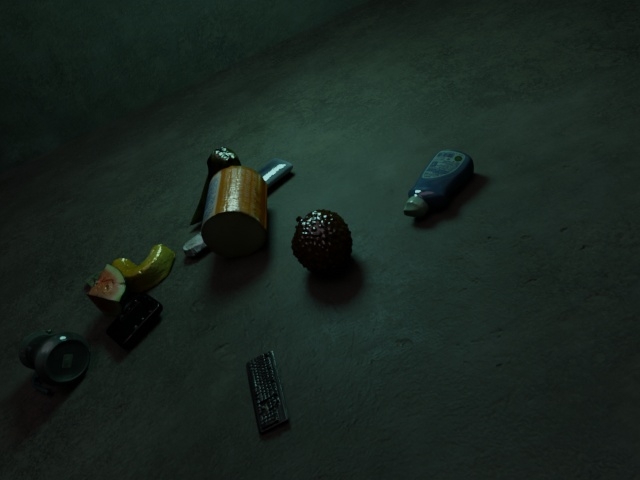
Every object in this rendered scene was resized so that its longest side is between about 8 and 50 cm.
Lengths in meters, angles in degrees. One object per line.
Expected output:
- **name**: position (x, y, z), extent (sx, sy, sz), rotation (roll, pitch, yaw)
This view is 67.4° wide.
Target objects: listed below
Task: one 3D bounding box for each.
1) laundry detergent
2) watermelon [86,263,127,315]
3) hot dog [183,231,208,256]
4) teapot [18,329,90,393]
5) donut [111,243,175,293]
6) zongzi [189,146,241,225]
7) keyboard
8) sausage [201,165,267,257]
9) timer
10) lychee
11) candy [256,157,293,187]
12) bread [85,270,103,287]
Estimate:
- **laundry detergent**: position (0.382, -0.178, 1.589), extent (0.143, 0.094, 0.290), rotation (24, 63, 37)
- **watermelon**: position (-0.751, 0.176, 1.739), extent (0.193, 0.137, 0.145), rotation (-28, 34, 44)
- **hot dog**: position (-0.447, -0.005, 1.869), extent (0.192, 0.053, 0.099), rotation (-42, 42, -23)
- **teapot**: position (-0.891, 0.396, 1.590), extent (0.225, 0.171, 0.203), rotation (1, 76, 38)
- **donut**: position (-0.681, 0.120, 1.829), extent (0.259, 0.101, 0.152), rotation (-20, 45, 1)
- **zongzi**: position (-0.434, -0.202, 1.914), extent (0.300, 0.286, 0.138), rotation (-37, 65, -13)
- **keyboard**: position (-0.143, 0.396, 1.276), extent (0.094, 0.025, 0.230), rotation (-28, 39, 1)
- **sausage**: position (-0.311, -0.107, 1.765), extent (0.233, 0.233, 0.287), rotation (-18, 40, 9)
- **timer**: position (-0.637, 0.277, 1.657), extent (0.144, 0.055, 0.187), rotation (18, 60, 43)
- **lychee**: position (0.000, 0.000, 1.514), extent (0.200, 0.200, 0.238), rotation (-38, 55, -15)
- **candy**: position (-0.214, -0.282, 2.036), extent (0.174, 0.071, 0.138), rotation (-40, 40, -19)
- **bread**: position (-0.867, 0.160, 1.924), extent (0.112, 0.036, 0.193), rotation (-43, 42, -21)
